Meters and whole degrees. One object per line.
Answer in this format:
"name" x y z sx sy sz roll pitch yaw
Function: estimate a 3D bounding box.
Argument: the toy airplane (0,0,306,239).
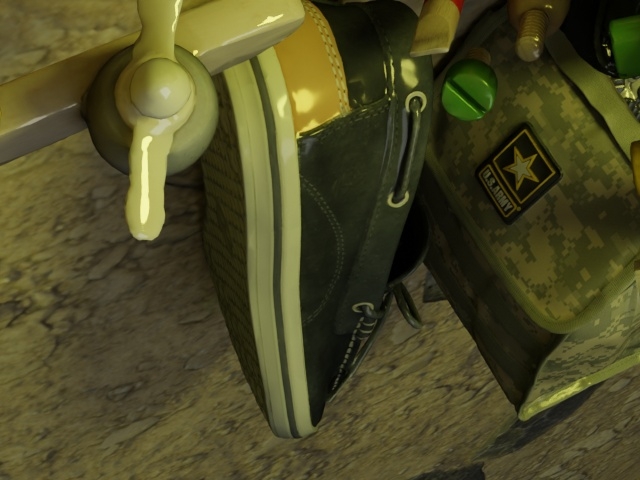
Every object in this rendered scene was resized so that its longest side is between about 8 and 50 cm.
"toy airplane" -0.235 -0.015 0.736 0.386 0.272 0.384 -43 154 28

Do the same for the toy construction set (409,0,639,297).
"toy construction set" 0.198 -0.070 0.902 0.237 0.308 0.258 -68 171 -55

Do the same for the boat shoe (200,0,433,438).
"boat shoe" 0.000 0.000 1.156 0.156 0.187 0.500 -17 150 -12

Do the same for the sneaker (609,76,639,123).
"sneaker" 0.284 -0.132 1.302 0.107 0.110 0.275 -35 138 4

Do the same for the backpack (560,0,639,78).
"backpack" 0.215 -0.216 1.028 0.115 0.152 0.182 -35 165 -47

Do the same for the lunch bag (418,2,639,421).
"lunch bag" 0.182 -0.028 1.228 0.168 0.235 0.287 -23 156 -17
